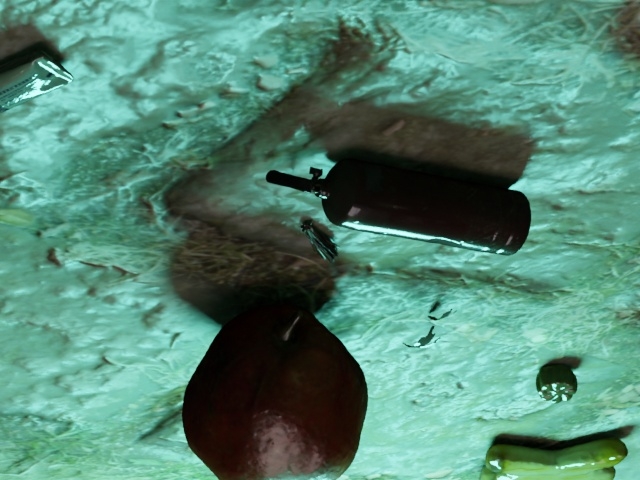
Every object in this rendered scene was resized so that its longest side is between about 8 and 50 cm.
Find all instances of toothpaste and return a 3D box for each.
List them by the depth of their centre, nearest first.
[{"bbox_3d":[-0.332,-0.120,1.560,0.233,0.038,0.060,-19,154,20],"label":"toothpaste"}]

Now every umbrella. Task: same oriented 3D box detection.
[{"bbox_3d":[-0.001,0.002,1.868,0.031,0.020,0.083,27,171,34],"label":"umbrella"}]

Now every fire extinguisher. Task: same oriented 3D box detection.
[{"bbox_3d":[0.080,-0.039,1.750,0.268,0.072,0.089,9,-174,-26],"label":"fire extinguisher"}]

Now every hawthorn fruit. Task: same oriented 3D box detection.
[{"bbox_3d":[-0.051,0.173,2.014,0.224,0.224,0.260,-3,130,-3],"label":"hawthorn fruit"}]

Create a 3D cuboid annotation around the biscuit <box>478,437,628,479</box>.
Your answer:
[{"bbox_3d":[0.342,0.334,2.543,0.208,0.047,0.164,-3,154,-3],"label":"biscuit"}]

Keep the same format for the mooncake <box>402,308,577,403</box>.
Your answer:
[{"bbox_3d":[0.220,0.142,2.151,0.347,0.057,0.150,8,138,-36],"label":"mooncake"}]
